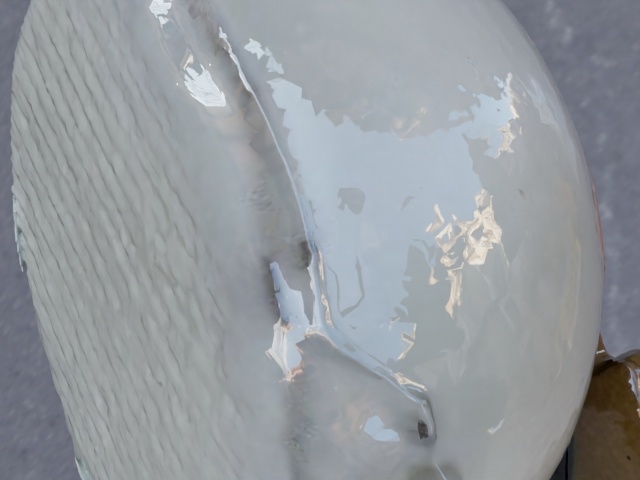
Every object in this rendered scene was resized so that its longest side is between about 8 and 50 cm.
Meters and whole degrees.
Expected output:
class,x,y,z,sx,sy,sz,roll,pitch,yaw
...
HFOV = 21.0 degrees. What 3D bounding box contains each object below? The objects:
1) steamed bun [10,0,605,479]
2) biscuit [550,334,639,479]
class,x,y,z,sx,sy,sz,roll,pitch,yaw
steamed bun,0.000,0.000,0.871,0.241,0.374,0.374,-15,75,-27
biscuit,0.146,0.136,1.009,0.043,0.278,0.301,-29,53,-35
